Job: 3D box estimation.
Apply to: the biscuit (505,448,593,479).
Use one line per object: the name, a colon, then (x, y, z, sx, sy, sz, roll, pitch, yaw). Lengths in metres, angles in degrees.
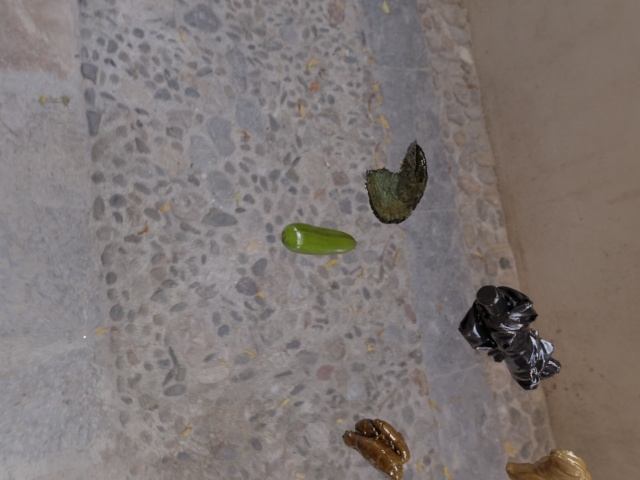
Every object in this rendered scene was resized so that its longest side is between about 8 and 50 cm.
biscuit: (0.403, 0.439, 0.808, 0.035, 0.162, 0.250, -53, 140, -42)

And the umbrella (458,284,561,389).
umbrella: (0.333, 0.168, 0.830, 0.272, 0.122, 0.110, 47, 51, -38)

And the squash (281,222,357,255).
squash: (0.000, 0.000, 1.017, 0.201, 0.066, 0.066, 6, 76, -40)

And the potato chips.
potato chips: (0.198, -0.151, 1.215, 0.029, 0.220, 0.202, 5, 50, -36)

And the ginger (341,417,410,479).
ginger: (0.134, 0.460, 1.073, 0.162, 0.073, 0.103, 27, 54, 30)
